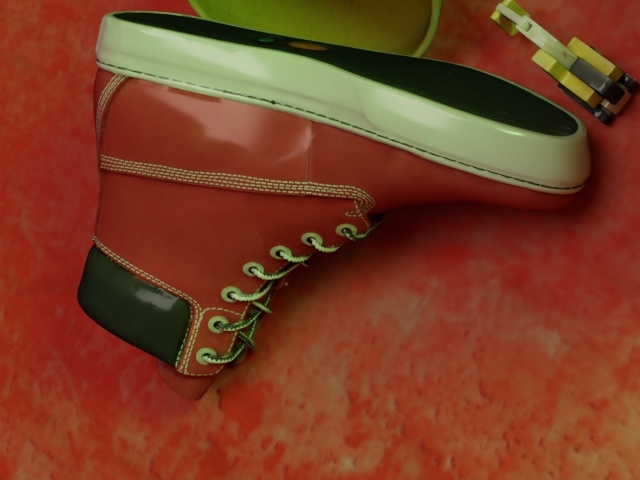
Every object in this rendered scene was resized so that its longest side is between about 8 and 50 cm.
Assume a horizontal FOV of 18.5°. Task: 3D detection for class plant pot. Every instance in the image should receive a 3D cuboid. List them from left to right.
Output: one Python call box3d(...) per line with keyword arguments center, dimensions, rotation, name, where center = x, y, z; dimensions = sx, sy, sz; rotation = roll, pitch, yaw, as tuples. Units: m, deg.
box3d(center=(0.007, -0.154, 0.933), dimensions=(0.134, 0.134, 0.095), rotation=(-6, 44, 37), name="plant pot")

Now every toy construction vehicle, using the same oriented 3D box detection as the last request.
box3d(center=(0.128, -0.102, 0.862), dimensions=(0.086, 0.035, 0.098), rotation=(-50, 49, 10), name="toy construction vehicle")

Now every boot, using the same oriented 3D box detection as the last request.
box3d(center=(0.000, 0.000, 0.903), dimensions=(0.244, 0.088, 0.176), rotation=(13, 104, 25), name="boot")
